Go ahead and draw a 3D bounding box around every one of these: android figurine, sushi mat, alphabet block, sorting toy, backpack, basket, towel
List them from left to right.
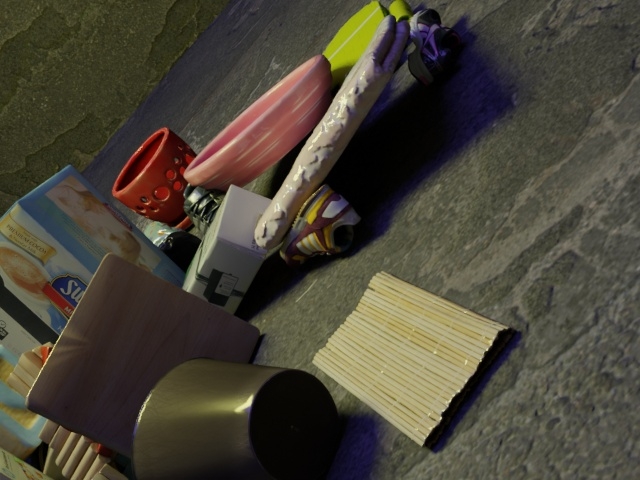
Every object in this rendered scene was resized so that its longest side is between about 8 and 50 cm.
[{"bbox_3d":[-0.572,0.293,1.689,0.197,0.192,0.193,-45,9,35],"label":"alphabet block"},{"bbox_3d":[-0.253,0.191,1.359,0.089,0.255,0.257,-49,16,53],"label":"sorting toy"},{"bbox_3d":[-0.298,0.031,1.854,0.152,0.115,0.182,-55,19,-2],"label":"backpack"},{"bbox_3d":[-0.097,0.226,1.125,0.227,0.154,0.204,-16,42,50],"label":"basket"},{"bbox_3d":[0.022,-0.174,1.453,0.332,0.053,0.317,-57,5,28],"label":"towel"},{"bbox_3d":[0.077,-0.354,1.791,0.248,0.056,0.273,-45,25,19],"label":"android figurine"},{"bbox_3d":[0.091,0.122,1.083,0.151,0.019,0.316,-55,22,-5],"label":"sushi mat"}]

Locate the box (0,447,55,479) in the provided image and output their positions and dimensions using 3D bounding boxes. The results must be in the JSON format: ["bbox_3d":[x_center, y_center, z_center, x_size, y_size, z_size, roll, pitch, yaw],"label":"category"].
[{"bbox_3d":[-0.439,0.395,1.471,0.038,0.186,0.145,-55,22,-8],"label":"box"}]

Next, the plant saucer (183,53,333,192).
[{"bbox_3d":[-0.098,-0.197,1.697,0.332,0.084,0.332,-38,13,10],"label":"plant saucer"}]

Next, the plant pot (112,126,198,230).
[{"bbox_3d":[-0.331,-0.124,2.076,0.191,0.174,0.191,-42,23,23],"label":"plant pot"}]

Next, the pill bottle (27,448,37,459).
[{"bbox_3d":[-0.566,0.247,1.925,0.361,0.204,0.204,-54,22,-3],"label":"pill bottle"}]

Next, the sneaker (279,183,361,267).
[{"bbox_3d":[0.000,0.000,1.388,0.069,0.084,0.185,-43,-13,-33],"label":"sneaker"}]

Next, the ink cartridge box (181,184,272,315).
[{"bbox_3d":[-0.155,0.037,1.528,0.208,0.086,0.153,-58,14,35],"label":"ink cartridge box"}]

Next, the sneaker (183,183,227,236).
[{"bbox_3d":[-0.191,-0.040,1.743,0.111,0.121,0.300,-53,22,-1],"label":"sneaker"}]

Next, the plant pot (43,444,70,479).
[{"bbox_3d":[-0.411,0.360,1.592,0.096,0.109,0.109,-58,20,14],"label":"plant pot"}]

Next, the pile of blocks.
[{"bbox_3d":[-0.335,0.274,1.421,0.362,0.149,0.113,52,122,32],"label":"pile of blocks"}]

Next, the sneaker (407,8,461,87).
[{"bbox_3d":[0.191,-0.316,1.519,0.077,0.072,0.178,-23,41,27],"label":"sneaker"}]

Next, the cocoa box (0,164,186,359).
[{"bbox_3d":[-0.415,0.086,1.638,0.228,0.347,0.231,-42,10,20],"label":"cocoa box"}]

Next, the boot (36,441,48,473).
[{"bbox_3d":[-0.430,0.336,1.706,0.137,0.077,0.198,-36,27,23],"label":"boot"}]
